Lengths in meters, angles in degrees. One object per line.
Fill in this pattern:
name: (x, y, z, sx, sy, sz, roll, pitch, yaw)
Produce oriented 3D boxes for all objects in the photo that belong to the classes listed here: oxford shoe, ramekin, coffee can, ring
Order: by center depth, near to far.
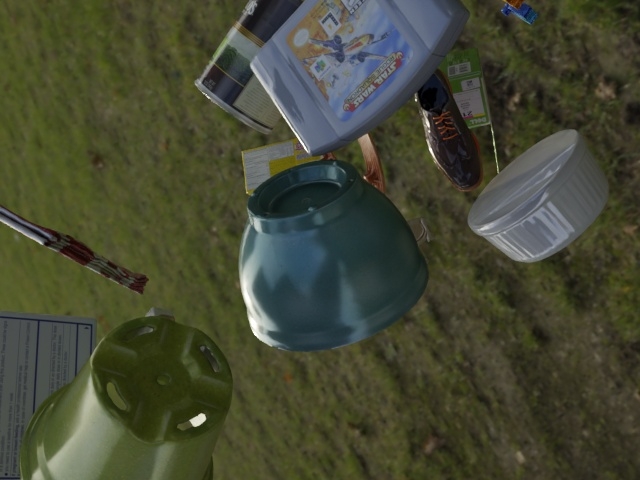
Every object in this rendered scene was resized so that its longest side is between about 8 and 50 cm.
ramekin: (0.419, -0.075, 1.742, 0.127, 0.273, 0.273, 46, 158, -10)
oxford shoe: (0.244, -0.224, 1.833, 0.271, 0.097, 0.098, 67, -166, 10)
ring: (0.031, -0.206, 1.868, 0.336, 0.032, 0.336, 56, 165, 24)
coffee can: (-0.113, -0.396, 1.985, 0.202, 0.275, 0.201, 34, -170, -7)

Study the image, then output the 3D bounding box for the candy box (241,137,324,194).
candy box: (-0.077, -0.175, 2.104, 0.027, 0.206, 0.105, 39, -138, -66)

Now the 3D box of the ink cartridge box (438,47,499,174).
ink cartridge box: (0.347, -0.294, 2.144, 0.188, 0.097, 0.255, -77, -26, -61)

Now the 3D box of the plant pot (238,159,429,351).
plant pot: (0.000, 0.000, 1.397, 0.293, 0.293, 0.196, 28, 143, 53)

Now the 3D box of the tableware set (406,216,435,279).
tableware set: (0.118, 0.034, 1.558, 0.020, 0.169, 0.141, -118, 13, -45)

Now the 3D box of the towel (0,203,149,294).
towel: (-0.471, -0.003, 1.642, 0.237, 0.037, 0.329, 25, 172, 23)

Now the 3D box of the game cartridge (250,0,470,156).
game cartridge: (0.050, -0.260, 1.251, 0.297, 0.062, 0.198, -42, 69, 29)

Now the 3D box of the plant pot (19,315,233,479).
plant pot: (-0.239, 0.239, 1.217, 0.276, 0.276, 0.254, 55, 140, 21)

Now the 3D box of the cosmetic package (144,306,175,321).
cosmetic package: (-0.262, 0.172, 1.528, 0.060, 0.041, 0.115, -51, 44, 25)

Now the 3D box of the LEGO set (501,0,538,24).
LEGO set: (0.283, -0.397, 1.394, 0.093, 0.227, 0.087, 40, 105, 24)

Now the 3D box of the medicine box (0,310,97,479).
medicine box: (-0.504, 0.252, 1.416, 0.149, 0.290, 0.263, -39, 49, 55)
